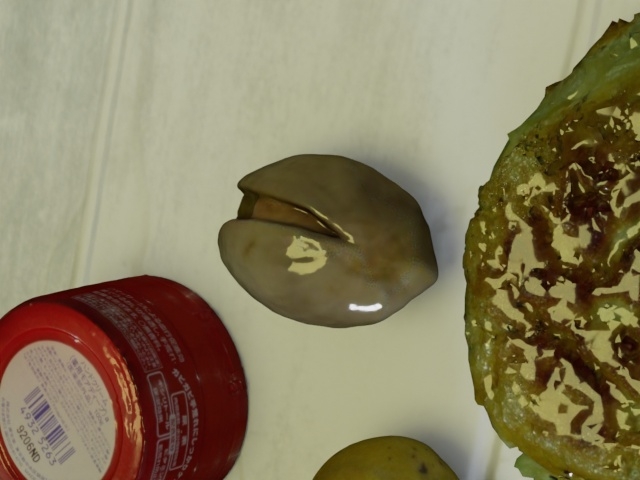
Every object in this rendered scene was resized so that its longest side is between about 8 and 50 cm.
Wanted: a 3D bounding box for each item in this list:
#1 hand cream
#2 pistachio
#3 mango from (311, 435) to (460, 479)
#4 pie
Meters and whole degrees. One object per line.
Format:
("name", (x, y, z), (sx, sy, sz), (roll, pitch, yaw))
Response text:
("hand cream", (-0.164, 0.126, 1.460), (0.193, 0.125, 0.193), (5, 98, 36))
("pistachio", (0.000, 0.000, 1.328), (0.185, 0.124, 0.124), (19, 109, 50))
("mango", (0.048, 0.230, 1.336), (0.137, 0.098, 0.195), (27, 124, 32))
("pie", (0.226, 0.032, 1.164), (0.288, 0.103, 0.354), (3, 97, 31))
